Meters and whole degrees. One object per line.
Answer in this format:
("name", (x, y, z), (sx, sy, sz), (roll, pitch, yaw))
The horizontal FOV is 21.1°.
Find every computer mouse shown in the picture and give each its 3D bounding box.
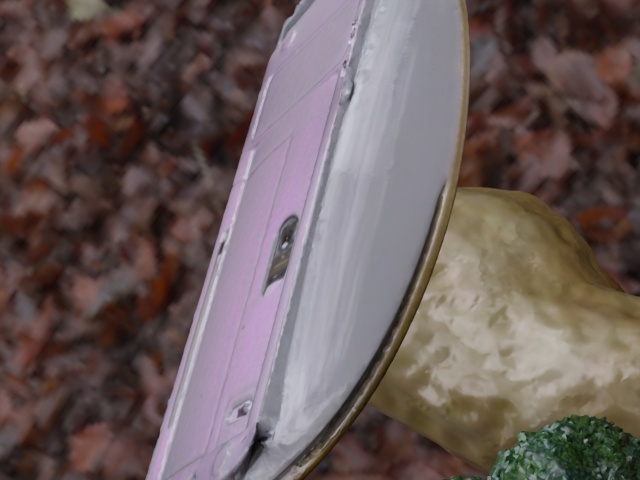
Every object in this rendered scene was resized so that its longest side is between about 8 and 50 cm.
("computer mouse", (0.000, 0.000, 0.622), (0.126, 0.056, 0.245), (-40, 29, 52))

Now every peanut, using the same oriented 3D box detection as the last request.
("peanut", (0.140, 0.070, 1.229), (0.387, 0.169, 0.192), (28, 73, 22))

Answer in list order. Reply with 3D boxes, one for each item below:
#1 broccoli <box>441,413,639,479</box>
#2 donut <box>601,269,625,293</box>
("broccoli", (0.103, 0.221, 0.825), (0.270, 0.270, 0.270), (-12, 53, 25))
("donut", (0.192, 0.122, 1.447), (0.113, 0.227, 0.226), (-17, 31, -24))
